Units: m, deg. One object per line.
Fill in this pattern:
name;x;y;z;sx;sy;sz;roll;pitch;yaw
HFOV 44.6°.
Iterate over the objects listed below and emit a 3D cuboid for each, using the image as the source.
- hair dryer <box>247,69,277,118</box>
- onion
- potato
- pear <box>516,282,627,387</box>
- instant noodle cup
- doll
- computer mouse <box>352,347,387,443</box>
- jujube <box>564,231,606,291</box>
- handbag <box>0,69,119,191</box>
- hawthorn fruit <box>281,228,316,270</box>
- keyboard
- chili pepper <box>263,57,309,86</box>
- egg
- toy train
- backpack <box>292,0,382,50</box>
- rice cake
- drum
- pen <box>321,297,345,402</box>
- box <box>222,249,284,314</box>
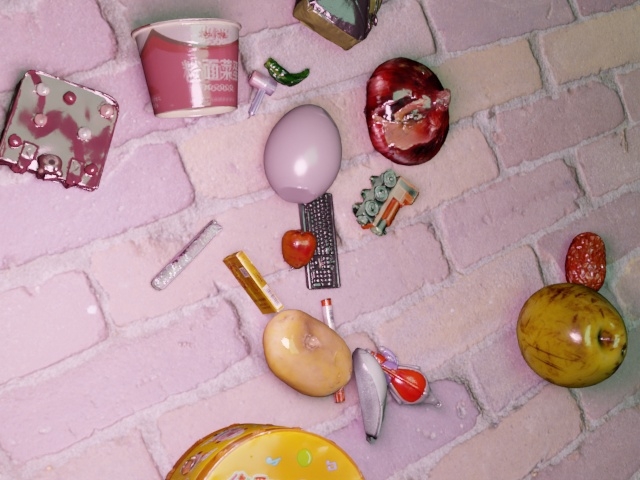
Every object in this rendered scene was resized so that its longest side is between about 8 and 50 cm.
hair dryer;-0.149;-0.332;1.812;0.063;0.037;0.114;27;76;-20
onion;0.235;-0.322;1.924;0.272;0.195;0.272;6;79;-37
potato;-0.033;0.251;1.697;0.234;0.146;0.150;37;22;-23
pear;0.645;0.241;1.998;0.283;0.283;0.284;6;78;-27
instant noodle cup;-0.271;-0.358;1.650;0.234;0.235;0.178;-9;95;-29
doll;0.193;0.333;1.844;0.227;0.075;0.102;31;82;-9
computer mouse;0.120;0.350;1.764;0.068;0.113;0.229;-9;100;3
jujube;0.739;0.061;2.178;0.112;0.109;0.176;50;45;-53
handbag;-0.524;-0.216;1.564;0.203;0.074;0.216;18;73;-24
hawthorn fruit;-0.052;0.023;1.776;0.081;0.081;0.093;2;106;-28
keyboard;0.000;0.000;1.833;0.093;0.025;0.230;-3;82;-26
chili pepper;-0.079;-0.396;1.859;0.118;0.035;0.055;10;93;-23
egg;-0.037;-0.200;1.764;0.176;0.176;0.232;27;64;-22
toy train;0.156;-0.090;1.908;0.118;0.074;0.176;41;62;-20
backpack;0.058;-0.610;1.912;0.207;0.140;0.253;28;73;-24
rice cake;-0.283;0.029;1.669;0.033;0.033;0.207;49;62;-14
drum;-0.113;0.575;1.555;0.431;0.214;0.431;5;79;-27
pen;0.029;0.253;1.798;0.028;0.028;0.239;-4;82;-29
box;-0.147;0.093;1.700;0.022;0.089;0.156;-41;99;-29
